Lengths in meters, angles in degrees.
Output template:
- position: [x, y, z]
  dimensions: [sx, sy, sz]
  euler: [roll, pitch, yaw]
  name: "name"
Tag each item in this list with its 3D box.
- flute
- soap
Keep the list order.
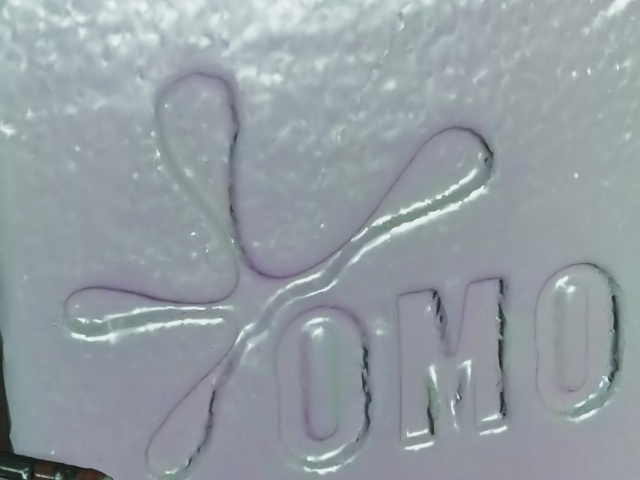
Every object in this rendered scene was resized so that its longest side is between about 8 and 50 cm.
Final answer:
- position: [-0.205, 0.067, 0.740]
  dimensions: [0.269, 0.014, 0.014]
  euler: [10, 80, 11]
  name: "flute"
- position: [0.000, 0.000, 0.802]
  dimensions: [0.296, 0.107, 0.285]
  euler: [-11, 110, -18]
  name: "soap"
